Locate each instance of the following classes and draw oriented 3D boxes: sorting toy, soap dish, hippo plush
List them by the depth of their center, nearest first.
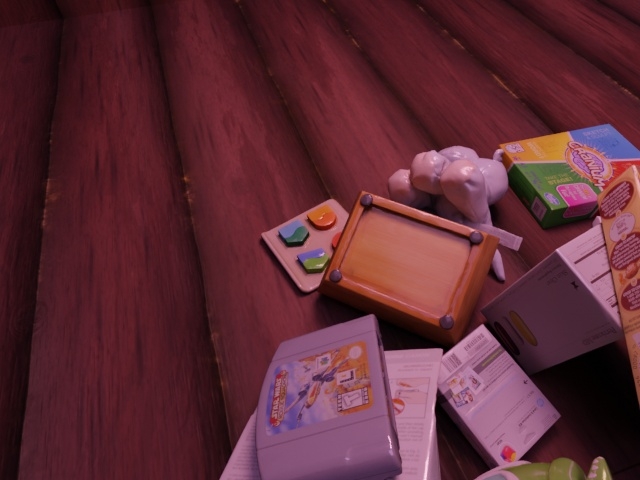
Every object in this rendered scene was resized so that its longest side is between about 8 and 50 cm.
[{"bbox_3d":[0.161,0.043,0.879,0.291,0.118,0.229,21,81,16],"label":"soap dish"},{"bbox_3d":[0.315,-0.121,0.988,0.294,0.234,0.236,26,55,22],"label":"hippo plush"},{"bbox_3d":[0.000,0.000,1.021,0.208,0.038,0.193,-26,53,-20],"label":"sorting toy"}]

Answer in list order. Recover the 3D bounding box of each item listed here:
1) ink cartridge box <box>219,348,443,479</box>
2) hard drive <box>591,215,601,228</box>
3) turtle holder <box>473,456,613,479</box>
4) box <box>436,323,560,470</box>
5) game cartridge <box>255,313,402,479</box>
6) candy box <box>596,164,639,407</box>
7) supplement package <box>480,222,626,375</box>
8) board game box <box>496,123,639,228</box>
[{"bbox_3d":[0.017,0.325,0.658,0.308,0.091,0.385,-11,27,26],"label":"ink cartridge box"},{"bbox_3d":[0.758,0.046,0.961,0.319,0.040,0.210,4,50,5],"label":"hard drive"},{"bbox_3d":[0.257,0.425,0.526,0.227,0.243,0.320,-21,50,26],"label":"turtle holder"},{"bbox_3d":[0.276,0.254,0.765,0.145,0.038,0.186,-31,71,-23],"label":"box"},{"bbox_3d":[0.005,0.231,0.688,0.198,0.062,0.297,-16,25,8],"label":"game cartridge"},{"bbox_3d":[0.488,0.065,0.592,0.183,0.087,0.316,8,63,-3],"label":"candy box"},{"bbox_3d":[0.434,0.089,0.772,0.204,0.262,0.145,-26,68,-19],"label":"supplement package"},{"bbox_3d":[0.624,-0.164,1.128,0.317,0.064,0.242,-12,50,-9],"label":"board game box"}]
